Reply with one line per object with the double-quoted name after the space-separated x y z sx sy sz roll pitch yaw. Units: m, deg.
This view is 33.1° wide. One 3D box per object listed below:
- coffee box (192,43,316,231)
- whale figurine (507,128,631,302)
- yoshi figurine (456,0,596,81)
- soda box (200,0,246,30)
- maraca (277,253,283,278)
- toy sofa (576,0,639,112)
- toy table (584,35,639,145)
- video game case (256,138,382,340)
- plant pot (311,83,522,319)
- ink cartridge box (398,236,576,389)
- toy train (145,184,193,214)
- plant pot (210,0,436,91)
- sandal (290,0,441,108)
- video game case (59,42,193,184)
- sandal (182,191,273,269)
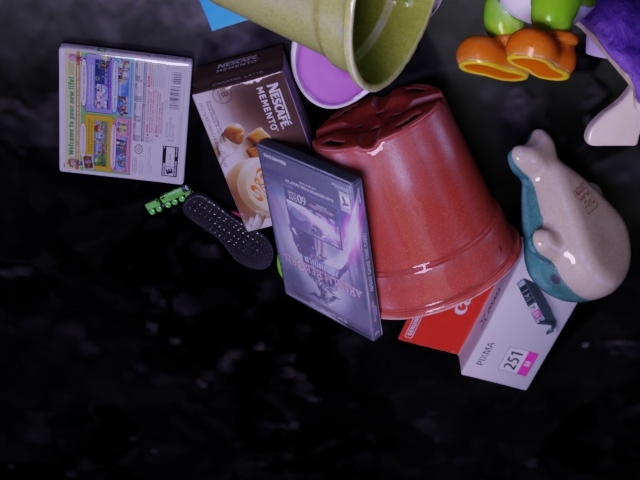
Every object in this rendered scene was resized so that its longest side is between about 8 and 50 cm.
-0.082 -0.151 1.609 0.141 0.098 0.246 -13 123 9 "coffee box"
0.359 -0.030 1.656 0.141 0.216 0.272 -25 100 45 "whale figurine"
0.255 -0.390 1.328 0.204 0.203 0.362 12 88 12 "yoshi figurine"
-0.151 -0.398 1.459 0.071 0.067 0.210 -15 123 10 "soda box"
0.009 0.000 1.718 0.185 0.099 0.127 -50 124 2 "maraca"
0.430 -0.310 1.349 0.177 0.362 0.150 -11 124 1 "toy sofa"
0.507 -0.212 1.503 0.274 0.252 0.160 3 109 12 "toy table"
0.000 0.000 1.558 0.026 0.196 0.274 -33 130 -31 "video game case"
0.127 -0.070 1.586 0.273 0.272 0.265 -18 114 12 "plant pot"
0.291 0.113 1.818 0.239 0.060 0.275 14 123 -12 "ink cartridge box"
-0.241 -0.066 1.716 0.083 0.017 0.023 -23 111 14 "toy train"
-0.009 -0.352 1.332 0.254 0.276 0.276 21 127 21 "plant pot"
0.099 -0.343 1.476 0.169 0.102 0.416 31 117 -19 "sandal"
-0.296 -0.188 1.628 0.194 0.023 0.212 6 125 -5 "video game case"
-0.143 -0.022 1.734 0.179 0.040 0.067 40 115 -19 "sandal"
